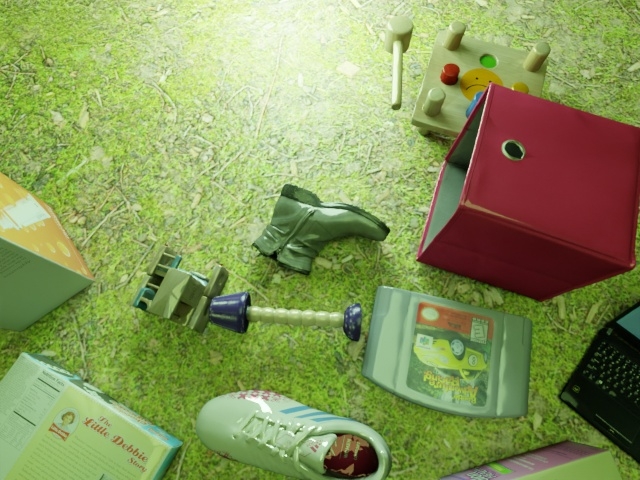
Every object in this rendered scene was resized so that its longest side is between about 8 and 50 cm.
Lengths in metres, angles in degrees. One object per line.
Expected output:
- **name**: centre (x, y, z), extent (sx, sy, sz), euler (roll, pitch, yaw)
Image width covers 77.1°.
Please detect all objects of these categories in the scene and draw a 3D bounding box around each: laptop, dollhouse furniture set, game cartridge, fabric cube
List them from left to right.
- **dollhouse furniture set**: centre (-0.260, 0.070, 0.704), extent (0.129, 0.184, 0.129), euler (19, 71, 7)
- **game cartridge**: centre (0.230, 0.207, 0.728), extent (0.293, 0.060, 0.196), euler (12, 75, 4)
- **fabric cube**: centre (0.352, -0.069, 0.716), extent (0.257, 0.259, 0.254), euler (20, 70, 6)
- **laptop**: centre (0.599, 0.241, 0.671), extent (0.234, 0.137, 0.264), euler (40, 75, 13)

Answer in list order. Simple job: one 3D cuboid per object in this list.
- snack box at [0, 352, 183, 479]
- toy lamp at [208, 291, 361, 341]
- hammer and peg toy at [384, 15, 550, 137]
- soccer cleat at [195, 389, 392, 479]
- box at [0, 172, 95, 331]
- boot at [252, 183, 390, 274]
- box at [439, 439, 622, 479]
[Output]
- **snack box**: centre (-0.420, 0.349, 0.671), extent (0.321, 0.060, 0.187), euler (27, 73, 9)
- **toy lamp**: centre (-0.065, 0.139, 0.740), extent (0.274, 0.080, 0.080), euler (5, 70, -1)
- **hammer and peg toy**: centre (0.295, -0.337, 0.882), extent (0.360, 0.127, 0.266), euler (17, 73, 6)
- **soccer cleat**: centre (-0.046, 0.312, 0.641), extent (0.330, 0.143, 0.116), euler (10, 71, 4)
- **box**: centre (-0.571, -0.007, 0.646), extent (0.168, 0.345, 0.215), euler (-36, 75, -13)
- **boot**: centre (0.000, 0.000, 0.796), extent (0.246, 0.083, 0.161), euler (20, 78, 13)
- **box**: centre (0.341, 0.454, 0.606), extent (0.242, 0.117, 0.214), euler (-13, 71, -6)
